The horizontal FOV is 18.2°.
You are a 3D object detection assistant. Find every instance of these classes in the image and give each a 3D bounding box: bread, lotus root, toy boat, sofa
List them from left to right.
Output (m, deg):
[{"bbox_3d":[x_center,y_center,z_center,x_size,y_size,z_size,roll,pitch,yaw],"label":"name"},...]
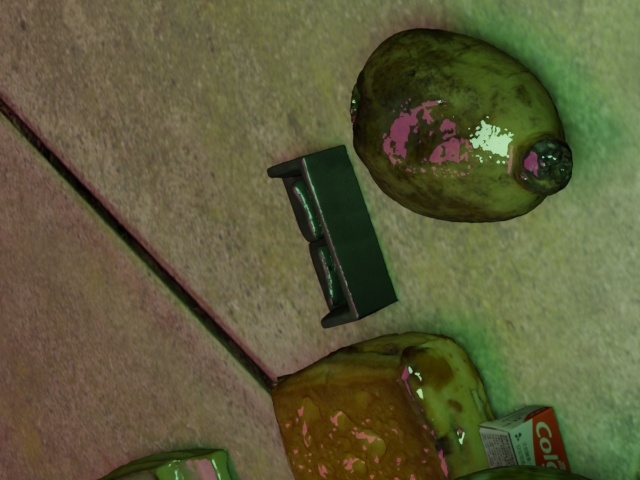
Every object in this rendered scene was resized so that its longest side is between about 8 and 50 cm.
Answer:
[{"bbox_3d":[-0.180,0.285,2.103,0.276,0.084,0.111,-21,92,57],"label":"toy boat"},{"bbox_3d":[0.000,0.000,1.698,0.085,0.060,0.147,-14,96,58],"label":"sofa"},{"bbox_3d":[0.069,0.180,1.668,0.235,0.099,0.210,-12,99,54],"label":"bread"},{"bbox_3d":[0.106,-0.076,1.442,0.214,0.138,0.138,29,131,44],"label":"lotus root"}]

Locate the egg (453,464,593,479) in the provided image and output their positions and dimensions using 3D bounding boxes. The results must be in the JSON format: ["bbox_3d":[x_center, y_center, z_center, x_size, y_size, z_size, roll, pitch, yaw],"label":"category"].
[{"bbox_3d":[0.158,0.302,1.423,0.289,0.238,0.238,64,147,9],"label":"egg"}]

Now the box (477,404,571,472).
[{"bbox_3d":[0.182,0.239,1.568,0.039,0.055,0.218,-5,103,56],"label":"box"}]
